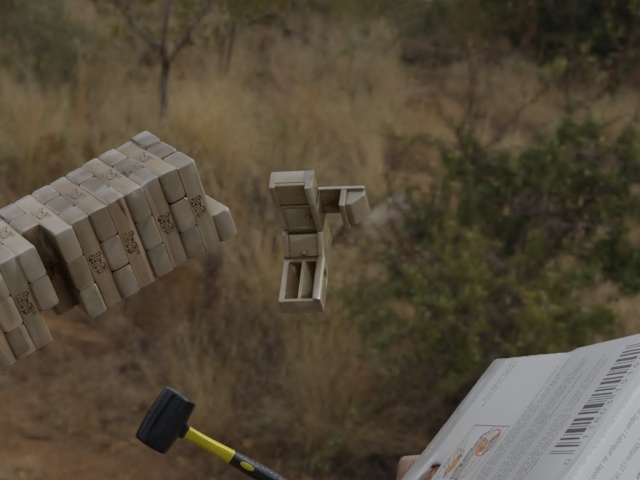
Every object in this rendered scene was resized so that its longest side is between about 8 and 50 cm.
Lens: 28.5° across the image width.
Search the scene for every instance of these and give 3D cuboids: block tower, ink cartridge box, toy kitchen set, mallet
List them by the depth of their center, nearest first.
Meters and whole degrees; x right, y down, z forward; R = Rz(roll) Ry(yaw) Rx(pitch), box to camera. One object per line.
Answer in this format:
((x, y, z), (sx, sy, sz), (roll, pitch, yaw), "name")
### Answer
((0.099, 0.193, 0.790), (0.066, 0.296, 0.261), (42, -17, -5), "ink cartridge box")
((0.000, 0.000, 0.949), (0.068, 0.083, 0.075), (-2, 51, 12), "toy kitchen set")
((-0.240, 0.025, 1.057), (0.335, 0.097, 0.091), (-30, 35, -22), "block tower")
((-0.092, 0.206, 1.269), (0.190, 0.062, 0.039), (26, -4, -24), "mallet")

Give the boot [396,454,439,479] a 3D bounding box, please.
((0.156, 0.326, 1.366), (0.152, 0.197, 0.073), (-4, -7, 29), "boot")
